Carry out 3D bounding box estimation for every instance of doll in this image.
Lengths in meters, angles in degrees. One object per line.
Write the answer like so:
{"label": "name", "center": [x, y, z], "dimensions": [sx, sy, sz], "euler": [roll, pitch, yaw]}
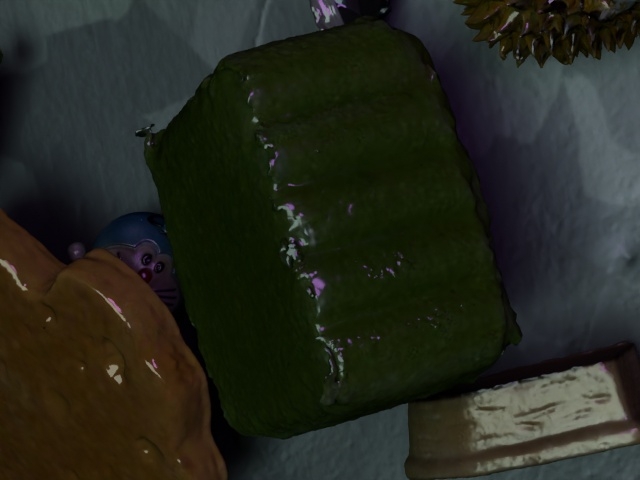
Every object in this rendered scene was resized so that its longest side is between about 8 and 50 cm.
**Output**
{"label": "doll", "center": [-0.148, 0.035, 1.164], "dimensions": [0.114, 0.085, 0.152], "euler": [35, 123, -12]}

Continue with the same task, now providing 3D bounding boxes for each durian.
{"label": "durian", "center": [0.172, -0.195, 0.952], "dimensions": [0.249, 0.183, 0.138], "euler": [-11, 54, 29]}

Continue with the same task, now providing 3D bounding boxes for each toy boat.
{"label": "toy boat", "center": [0.141, 0.122, 1.048], "dimensions": [0.188, 0.116, 0.061], "euler": [-16, 90, 21]}

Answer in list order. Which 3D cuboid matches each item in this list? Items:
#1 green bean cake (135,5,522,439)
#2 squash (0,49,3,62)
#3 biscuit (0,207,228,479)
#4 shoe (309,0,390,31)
{"label": "green bean cake", "center": [0.000, 0.000, 1.006], "dimensions": [0.250, 0.156, 0.247], "euler": [-36, 71, 67]}
{"label": "squash", "center": [-0.366, -0.019, 1.231], "dimensions": [0.101, 0.101, 0.379], "euler": [41, 116, 10]}
{"label": "biscuit", "center": [-0.213, 0.119, 1.168], "dimensions": [0.312, 0.057, 0.351], "euler": [8, 122, 30]}
{"label": "shoe", "center": [0.039, -0.201, 1.054], "dimensions": [0.099, 0.071, 0.169], "euler": [-15, 99, 11]}
